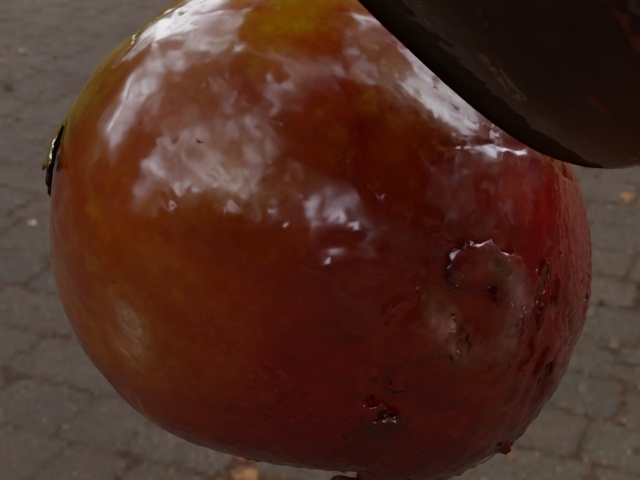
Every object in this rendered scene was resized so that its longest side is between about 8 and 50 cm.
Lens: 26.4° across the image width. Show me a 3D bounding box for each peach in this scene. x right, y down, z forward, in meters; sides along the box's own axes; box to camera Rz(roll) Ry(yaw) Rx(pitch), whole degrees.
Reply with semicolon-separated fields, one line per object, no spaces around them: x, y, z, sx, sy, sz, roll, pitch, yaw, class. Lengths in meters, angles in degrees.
0.000;0.000;0.921;0.369;0.370;0.370;1;22;0;peach

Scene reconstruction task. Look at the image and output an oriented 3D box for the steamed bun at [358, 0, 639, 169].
0.122;-0.225;0.608;0.248;0.235;0.379;-5;52;53;steamed bun
